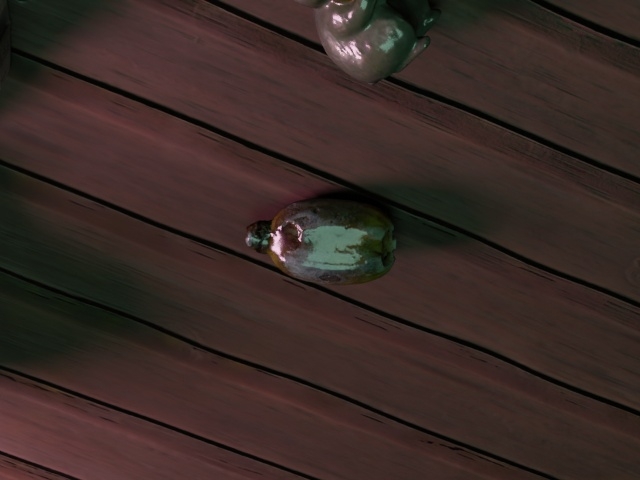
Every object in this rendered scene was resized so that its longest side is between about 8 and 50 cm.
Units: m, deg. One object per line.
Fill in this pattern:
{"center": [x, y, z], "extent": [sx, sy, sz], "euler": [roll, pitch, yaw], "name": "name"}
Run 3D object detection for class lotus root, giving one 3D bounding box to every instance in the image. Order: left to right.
{"center": [0.000, 0.000, 1.906], "extent": [0.192, 0.088, 0.113], "euler": [3, 110, 4], "name": "lotus root"}

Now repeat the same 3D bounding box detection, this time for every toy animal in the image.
{"center": [0.010, -0.287, 1.682], "extent": [0.251, 0.125, 0.127], "euler": [39, 92, -14], "name": "toy animal"}

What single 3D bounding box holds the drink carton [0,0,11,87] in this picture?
{"center": [-0.529, -0.228, 1.765], "extent": [0.315, 0.130, 0.106], "euler": [6, 128, 0], "name": "drink carton"}
